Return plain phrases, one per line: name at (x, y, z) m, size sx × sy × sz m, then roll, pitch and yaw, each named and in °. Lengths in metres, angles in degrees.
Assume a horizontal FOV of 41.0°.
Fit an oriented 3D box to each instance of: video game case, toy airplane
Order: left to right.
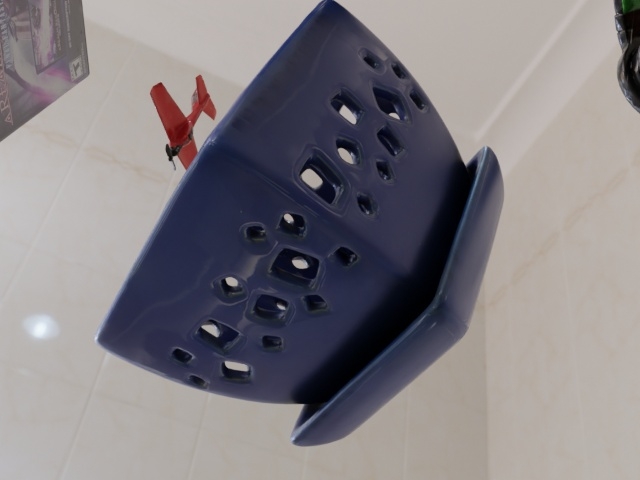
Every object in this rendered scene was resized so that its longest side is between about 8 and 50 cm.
video game case at (-0.278, -0.205, 0.771) m, size 0.026 × 0.274 × 0.196 m, roll 4°, pitch -62°, yaw 6°
toy airplane at (-0.167, -0.150, 1.091) m, size 0.028 × 0.151 × 0.151 m, roll -3°, pitch -45°, yaw 19°

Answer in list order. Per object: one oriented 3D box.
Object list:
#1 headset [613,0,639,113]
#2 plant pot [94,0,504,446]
headset at (0.416, -0.182, 0.912) m, size 0.243 × 0.185 × 0.394 m, roll -2°, pitch -73°, yaw 67°
plant pot at (0.000, 0.000, 0.655) m, size 0.212 × 0.236 × 0.236 m, roll 35°, pitch -49°, yaw -5°
